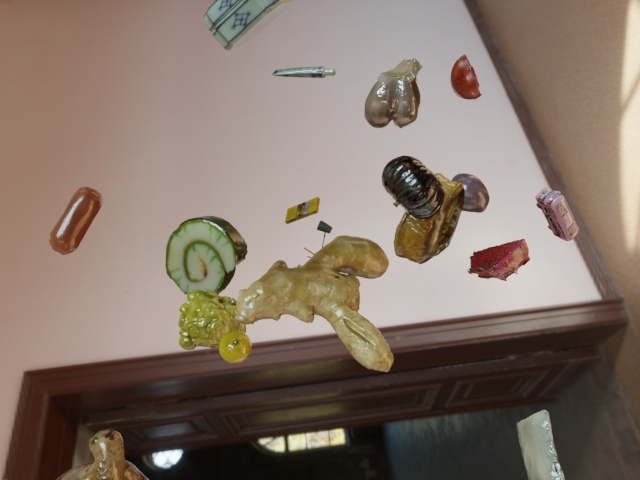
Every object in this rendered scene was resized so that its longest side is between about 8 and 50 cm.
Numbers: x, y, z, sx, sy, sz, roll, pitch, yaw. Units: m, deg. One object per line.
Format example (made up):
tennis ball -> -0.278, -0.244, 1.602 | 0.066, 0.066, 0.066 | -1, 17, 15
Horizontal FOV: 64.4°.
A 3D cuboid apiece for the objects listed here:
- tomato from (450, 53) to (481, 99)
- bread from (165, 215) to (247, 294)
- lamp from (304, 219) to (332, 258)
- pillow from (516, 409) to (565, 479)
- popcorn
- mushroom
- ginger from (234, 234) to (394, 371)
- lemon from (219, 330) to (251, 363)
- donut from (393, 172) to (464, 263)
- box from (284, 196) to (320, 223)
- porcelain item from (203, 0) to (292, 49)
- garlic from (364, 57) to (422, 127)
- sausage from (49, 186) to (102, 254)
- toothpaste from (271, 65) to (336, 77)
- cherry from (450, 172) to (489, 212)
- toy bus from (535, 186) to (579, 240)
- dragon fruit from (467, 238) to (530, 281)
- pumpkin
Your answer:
tomato -> 0.562, -0.632, 2.000 | 0.173, 0.099, 0.189 | 60, -159, -23
bread -> -0.501, 0.075, 2.255 | 0.129, 0.382, 0.366 | -21, -73, -70
lamp -> 0.001, -0.001, 1.443 | 0.041, 0.054, 0.121 | 99, -163, -59
pillow -> 0.539, 0.541, 1.240 | 0.128, 0.051, 0.229 | 117, 157, -53
popcorn -> -0.412, 0.310, 1.914 | 0.250, 0.242, 0.234 | -98, -5, -67
mushroom -> -0.556, 0.639, 1.250 | 0.267, 0.267, 0.254 | -100, -7, -57
ginger -> 0.005, 0.094, 1.149 | 0.122, 0.348, 0.363 | 126, 160, -49
lemon -> -0.281, 0.352, 1.681 | 0.133, 0.109, 0.109 | 110, 155, -57
donut -> 0.384, -0.063, 1.748 | 0.330, 0.160, 0.330 | -48, -23, -29
box -> -0.075, -0.125, 2.125 | 0.023, 0.155, 0.087 | 54, -151, -32
porcelain item -> -0.258, -0.831, 1.813 | 0.157, 0.281, 0.286 | 52, -151, -17
garlic -> 0.274, -0.528, 1.903 | 0.292, 0.210, 0.237 | 95, -177, -46
sausage -> -0.648, -0.054, 1.348 | 0.077, 0.077, 0.194 | 89, -157, -70
toothpaste -> -0.055, -0.553, 1.671 | 0.062, 0.216, 0.037 | -62, -27, -53
cherry -> 0.552, -0.178, 1.914 | 0.176, 0.176, 0.140 | -148, 79, -87
toy bus -> 0.781, -0.084, 1.673 | 0.203, 0.063, 0.090 | 49, 180, -29
dragon fruit -> 0.700, 0.108, 2.006 | 0.126, 0.161, 0.274 | 51, 147, -11
pumpkin -> 0.261, -0.147, 1.445 | 0.202, 0.140, 0.202 | 42, -173, -6
